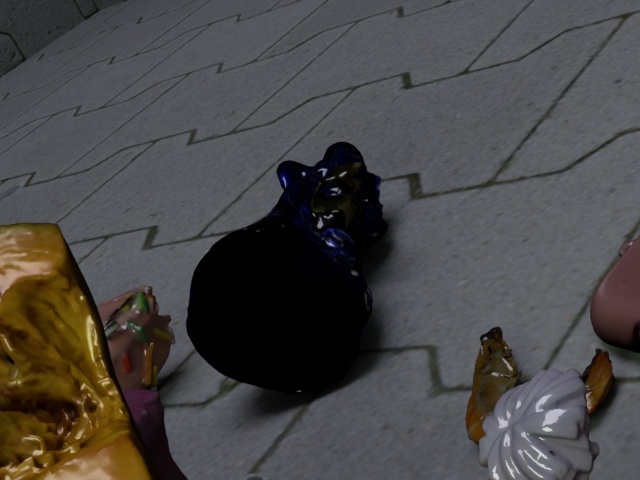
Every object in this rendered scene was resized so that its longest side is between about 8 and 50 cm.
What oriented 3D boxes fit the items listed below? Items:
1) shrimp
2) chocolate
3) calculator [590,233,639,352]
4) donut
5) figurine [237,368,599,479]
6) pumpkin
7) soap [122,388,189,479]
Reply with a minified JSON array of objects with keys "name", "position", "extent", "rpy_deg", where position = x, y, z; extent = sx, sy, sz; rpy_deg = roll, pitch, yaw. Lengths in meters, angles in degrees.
[{"name":"shrimp","position":[0.123,0.078,0.752],"extent":[0.091,0.025,0.127],"rpy_deg":[-24,24,10]},{"name":"chocolate","position":[-0.002,-0.003,1.015],"extent":[0.148,0.126,0.343],"rpy_deg":[-61,0,21]},{"name":"calculator","position":[0.293,-0.004,0.704],"extent":[0.329,0.048,0.220],"rpy_deg":[-6,31,51]},{"name":"donut","position":[-0.229,0.111,1.045],"extent":[0.199,0.085,0.233],"rpy_deg":[-37,22,-25]},{"name":"figurine","position":[0.060,0.150,0.528],"extent":[0.240,0.116,0.175],"rpy_deg":[-12,27,23]},{"name":"pumpkin","position":[-0.128,0.111,0.550],"extent":[0.130,0.126,0.248],"rpy_deg":[-12,42,-12]},{"name":"soap","position":[-0.200,0.239,0.632],"extent":[0.232,0.128,0.359],"rpy_deg":[-18,22,19]}]
